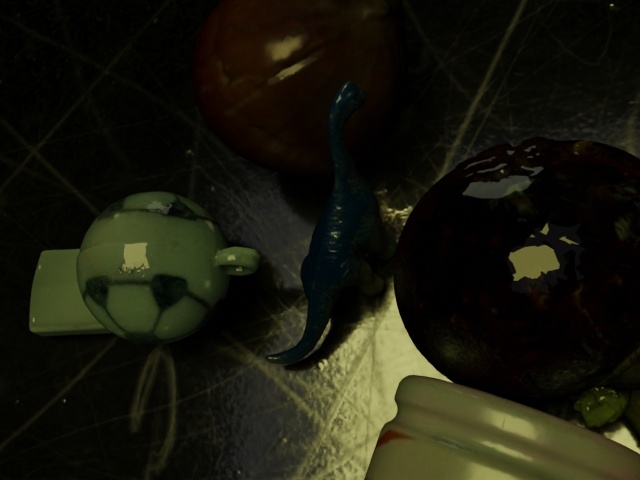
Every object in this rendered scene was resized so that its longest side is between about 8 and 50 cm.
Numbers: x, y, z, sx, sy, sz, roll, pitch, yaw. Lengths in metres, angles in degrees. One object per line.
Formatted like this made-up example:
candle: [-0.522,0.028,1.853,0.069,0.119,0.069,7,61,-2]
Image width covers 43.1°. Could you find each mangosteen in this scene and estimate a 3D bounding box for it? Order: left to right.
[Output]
mangosteen: [0.192,0.057,0.652,0.231,0.231,0.289,-27,97,9]

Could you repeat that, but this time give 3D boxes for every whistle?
whistle: [-0.195,0.031,0.811,0.289,0.163,0.163,-6,70,17]

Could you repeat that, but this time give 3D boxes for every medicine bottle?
medicine bottle: [0.103,0.279,0.597,0.202,0.202,0.316,15,77,23]

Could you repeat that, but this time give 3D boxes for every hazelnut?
hazelnut: [-0.008,-0.183,0.785,0.229,0.229,0.229,-6,70,17]

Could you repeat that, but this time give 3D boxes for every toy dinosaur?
toy dinosaur: [0.000,0.000,0.737,0.075,0.188,0.248,31,86,31]
